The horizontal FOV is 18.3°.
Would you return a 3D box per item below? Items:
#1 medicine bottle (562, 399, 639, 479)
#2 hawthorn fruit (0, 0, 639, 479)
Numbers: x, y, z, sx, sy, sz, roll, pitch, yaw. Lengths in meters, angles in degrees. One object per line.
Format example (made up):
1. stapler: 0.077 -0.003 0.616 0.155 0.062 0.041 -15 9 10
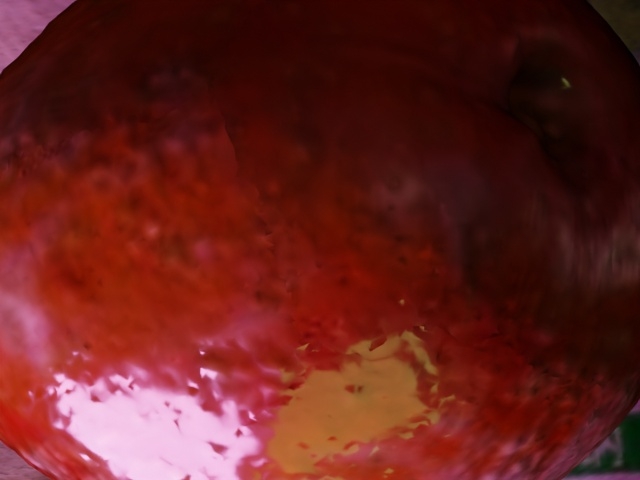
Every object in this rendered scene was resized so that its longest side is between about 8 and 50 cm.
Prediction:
1. medicine bottle: 0.161 0.141 1.061 0.212 0.325 0.212 -2 161 -1
2. hawthorn fruit: 0.000 0.000 0.770 0.284 0.284 0.284 -3 160 -1
